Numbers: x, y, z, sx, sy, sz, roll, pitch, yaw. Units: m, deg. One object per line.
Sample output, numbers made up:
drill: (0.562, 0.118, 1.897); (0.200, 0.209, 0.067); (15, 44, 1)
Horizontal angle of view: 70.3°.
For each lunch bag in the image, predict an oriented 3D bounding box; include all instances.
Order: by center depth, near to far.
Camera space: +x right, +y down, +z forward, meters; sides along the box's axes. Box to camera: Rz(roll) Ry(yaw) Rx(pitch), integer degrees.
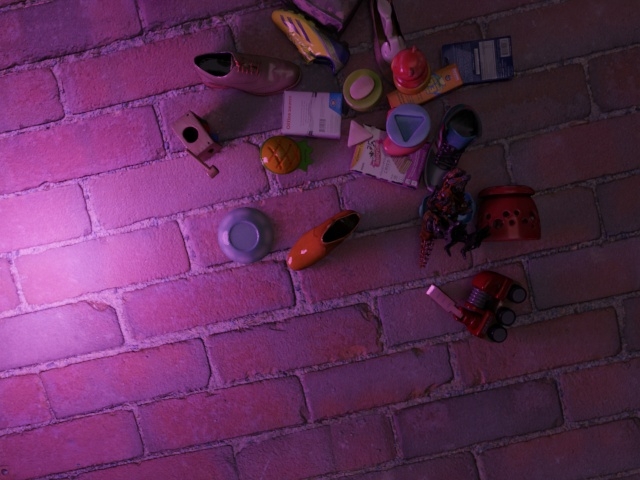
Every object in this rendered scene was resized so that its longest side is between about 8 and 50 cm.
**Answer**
lunch bag: (0.003, -0.820, 1.416); (0.286, 0.169, 0.236); (31, 94, -5)

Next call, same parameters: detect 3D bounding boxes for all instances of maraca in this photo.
maraca: (-0.110, -0.280, 1.495); (0.185, 0.099, 0.128); (-3, 98, -25)

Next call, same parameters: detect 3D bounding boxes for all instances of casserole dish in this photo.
casserole dish: (0.421, -0.104, 1.521); (0.188, 0.037, 0.114); (-5, 94, 1)

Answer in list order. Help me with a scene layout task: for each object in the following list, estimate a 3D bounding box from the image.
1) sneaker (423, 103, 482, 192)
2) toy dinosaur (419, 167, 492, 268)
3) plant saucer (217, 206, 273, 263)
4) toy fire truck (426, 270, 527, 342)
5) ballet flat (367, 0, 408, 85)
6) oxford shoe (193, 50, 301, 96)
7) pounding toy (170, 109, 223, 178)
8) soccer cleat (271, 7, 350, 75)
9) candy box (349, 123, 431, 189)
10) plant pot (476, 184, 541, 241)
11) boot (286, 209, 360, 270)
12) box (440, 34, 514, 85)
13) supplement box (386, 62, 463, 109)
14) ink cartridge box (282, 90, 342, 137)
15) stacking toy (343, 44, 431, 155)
sneaker: (0.419, -0.296, 1.436); (0.123, 0.178, 0.296); (16, 95, 0)
toy dinosaur: (0.400, -0.056, 1.432); (0.164, 0.218, 0.322); (-14, 127, -22)
plant saucer: (-0.258, -0.015, 1.544); (0.194, 0.037, 0.195); (0, 94, 2)
toy fire truck: (0.502, 0.188, 1.498); (0.246, 0.158, 0.217); (24, 95, -11)
ballet flat: (0.216, -0.655, 1.452); (0.107, 0.106, 0.317); (-19, 94, 3)
oxford shoe: (-0.235, -0.540, 1.459); (0.347, 0.130, 0.123); (0, 94, 1)
pounding toy: (-0.373, -0.306, 1.453); (0.094, 0.181, 0.206); (-36, 92, 3)
soccer cleat: (-0.043, -0.642, 1.468); (0.289, 0.093, 0.121); (31, 101, 0)
candy box: (0.226, -0.273, 1.496); (0.233, 0.071, 0.160); (16, 94, 1)
plant pot: (0.595, -0.083, 1.443); (0.190, 0.191, 0.174); (0, 89, 1)
boot: (0.001, 0.000, 1.451); (0.295, 0.211, 0.104); (-39, 91, 4)
box: (0.508, -0.581, 1.484); (0.224, 0.036, 0.137); (-6, 94, 3)
supplement box: (0.333, -0.480, 1.458); (0.233, 0.080, 0.078); (-23, 92, 11)
ink cartridge box: (-0.025, -0.408, 1.487); (0.190, 0.082, 0.140); (3, 94, 3)
stacking toy: (0.200, -0.421, 1.379); (0.279, 0.130, 0.310); (-2, 89, 12)
